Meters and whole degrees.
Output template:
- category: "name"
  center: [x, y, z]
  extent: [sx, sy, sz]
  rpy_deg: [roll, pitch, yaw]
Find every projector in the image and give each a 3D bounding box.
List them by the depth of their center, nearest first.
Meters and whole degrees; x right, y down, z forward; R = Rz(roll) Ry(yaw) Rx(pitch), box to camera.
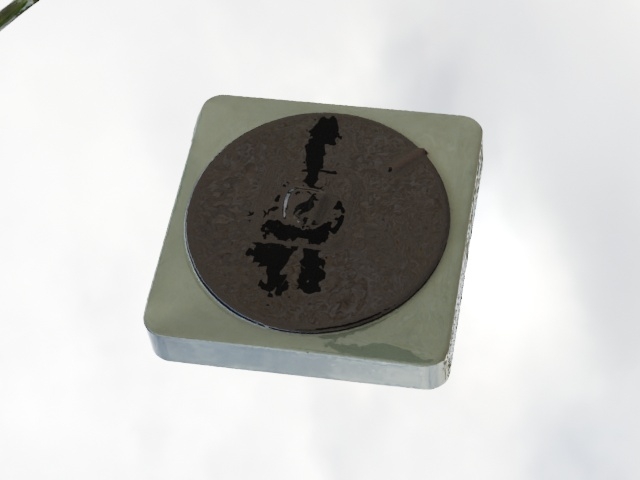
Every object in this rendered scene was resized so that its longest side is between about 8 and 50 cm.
- category: "projector"
  center: [0.000, 0.000, 1.421]
  extent: [0.079, 0.259, 0.257]
  rpy_deg: [79, -160, -56]

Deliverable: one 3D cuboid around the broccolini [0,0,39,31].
- category: "broccolini"
  center: [-0.335, -0.188, 1.511]
  extent: [0.058, 0.201, 0.074]
  rpy_deg: [41, -167, -27]
